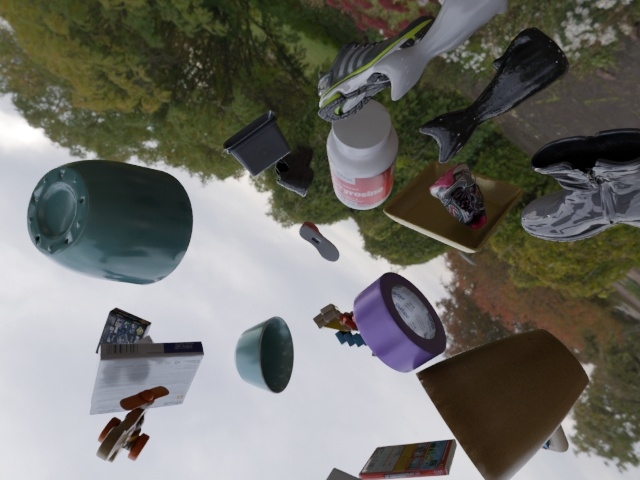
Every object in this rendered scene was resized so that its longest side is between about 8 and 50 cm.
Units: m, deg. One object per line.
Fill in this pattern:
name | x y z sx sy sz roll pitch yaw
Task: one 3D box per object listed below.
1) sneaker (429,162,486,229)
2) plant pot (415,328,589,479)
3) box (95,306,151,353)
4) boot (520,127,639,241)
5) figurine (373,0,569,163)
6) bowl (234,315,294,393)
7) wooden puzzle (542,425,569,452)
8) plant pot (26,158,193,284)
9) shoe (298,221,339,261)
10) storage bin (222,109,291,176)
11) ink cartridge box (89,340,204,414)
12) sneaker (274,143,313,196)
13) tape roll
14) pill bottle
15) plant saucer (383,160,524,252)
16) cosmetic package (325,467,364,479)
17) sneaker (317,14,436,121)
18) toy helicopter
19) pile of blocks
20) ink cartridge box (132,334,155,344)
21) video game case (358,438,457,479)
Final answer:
sneaker | 0.410 -0.122 1.140 0.299 0.121 0.112 21 -145 -53
plant pot | 0.357 0.290 0.762 0.237 0.254 0.237 55 -176 -6
box | -0.855 0.423 1.740 0.175 0.220 0.051 23 -168 -1
boot | 0.447 -0.098 0.706 0.223 0.118 0.338 25 166 -18
figurine | 0.211 -0.261 0.612 0.215 0.209 0.092 55 -155 8
bowl | -0.247 0.483 1.688 0.311 0.163 0.311 -9 -90 -70
wooden puzzle | 0.585 0.543 1.204 0.044 0.239 0.221 -47 -64 -43
plant pot | -0.478 -0.047 0.895 0.293 0.293 0.235 43 -170 20
shoe | 0.000 0.000 1.439 0.178 0.063 0.081 40 -162 -9
storage bin | -0.138 -0.214 0.904 0.091 0.135 0.098 55 -179 -29
ink cartridge box | -0.612 0.478 1.406 0.324 0.330 0.071 7 -141 -32
sneaker | -0.097 -0.274 1.431 0.130 0.109 0.286 16 -146 -17
tape roll | 0.161 0.162 0.811 0.189 0.080 0.189 34 -149 -24
pill bottle | 0.141 -0.278 1.347 0.229 0.229 0.407 42 171 17
plant saucer | 0.432 -0.105 1.317 0.333 0.333 0.081 28 146 33
cosmetic package | -0.001 0.797 0.897 0.453 0.161 0.230 -38 -62 -44
sneaker | 0.102 -0.380 0.848 0.111 0.300 0.121 2 -113 -56
toy helicopter | -0.578 0.560 1.215 0.140 0.235 0.355 32 164 -3
pile of blocks | 0.140 0.270 1.197 0.362 0.149 0.112 1 165 19
ink cartridge box | -0.716 0.443 1.528 0.060 0.180 0.104 53 156 16
video game case | 0.286 0.708 1.296 0.204 0.285 0.025 4 -111 -65
